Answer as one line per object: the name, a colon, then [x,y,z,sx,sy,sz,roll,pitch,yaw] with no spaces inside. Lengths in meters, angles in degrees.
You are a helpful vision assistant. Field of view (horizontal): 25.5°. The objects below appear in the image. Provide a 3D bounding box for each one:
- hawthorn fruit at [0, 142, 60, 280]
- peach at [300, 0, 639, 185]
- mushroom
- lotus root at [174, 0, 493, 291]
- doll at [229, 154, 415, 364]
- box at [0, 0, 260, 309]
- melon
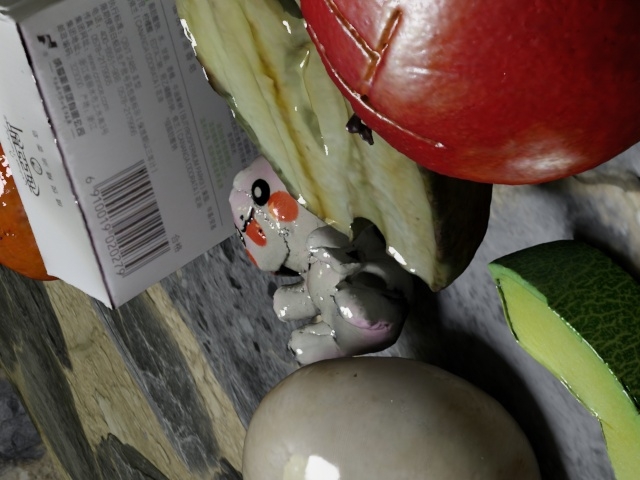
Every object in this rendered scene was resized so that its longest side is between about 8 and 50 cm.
hawthorn fruit: [-0.281,-0.046,1.515,0.211,0.211,0.299,29,154,54]
peach: [0.079,-0.127,0.628,0.226,0.196,0.189,92,-178,-57]
mushroom: [0.056,0.173,1.047,0.226,0.178,0.226,14,129,18]
lotus root: [0.014,-0.134,0.788,0.210,0.142,0.314,25,152,44]
doll: [0.000,0.000,1.068,0.192,0.095,0.149,58,152,16]
box: [-0.153,-0.106,1.133,0.111,0.194,0.260,20,134,45]
melon: [0.181,0.098,0.825,0.118,0.064,0.209,13,130,61]
